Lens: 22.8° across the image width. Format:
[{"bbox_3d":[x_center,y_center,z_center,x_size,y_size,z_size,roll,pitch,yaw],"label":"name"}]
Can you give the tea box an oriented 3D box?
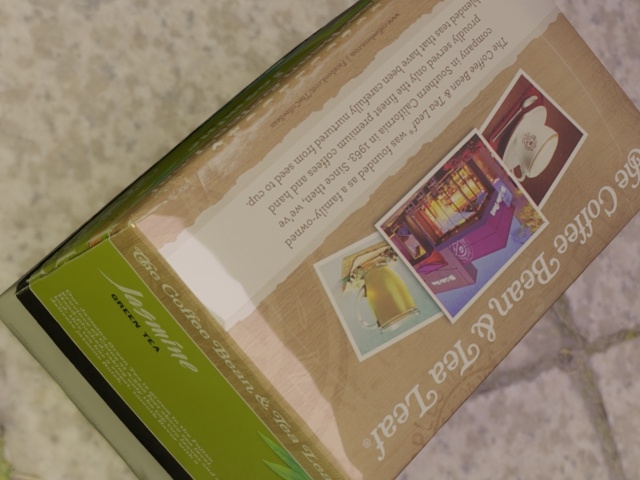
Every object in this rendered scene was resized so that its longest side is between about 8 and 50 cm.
[{"bbox_3d":[0.000,0.000,1.074,0.329,0.323,0.220,-44,100,-27],"label":"tea box"}]
